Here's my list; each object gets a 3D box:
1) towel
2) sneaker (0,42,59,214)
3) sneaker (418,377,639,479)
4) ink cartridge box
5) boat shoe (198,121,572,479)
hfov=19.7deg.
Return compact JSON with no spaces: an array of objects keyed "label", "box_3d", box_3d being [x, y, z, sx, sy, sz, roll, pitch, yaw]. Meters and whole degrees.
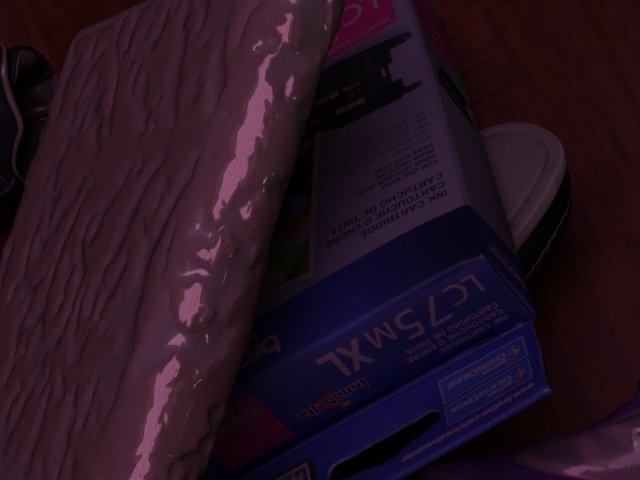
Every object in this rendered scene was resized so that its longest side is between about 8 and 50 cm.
[{"label":"towel","box_3d":[-0.106,0.031,0.928,0.053,0.317,0.332,20,80,-23]},{"label":"sneaker","box_3d":[-0.250,-0.101,1.125,0.163,0.086,0.226,-32,73,14]},{"label":"sneaker","box_3d":[0.163,0.114,0.926,0.236,0.095,0.105,-6,54,18]},{"label":"ink cartridge box","box_3d":[0.000,0.000,0.951,0.185,0.065,0.311,-30,40,16]},{"label":"boat shoe","box_3d":[0.030,0.067,0.984,0.302,0.091,0.114,-43,36,-2]}]
